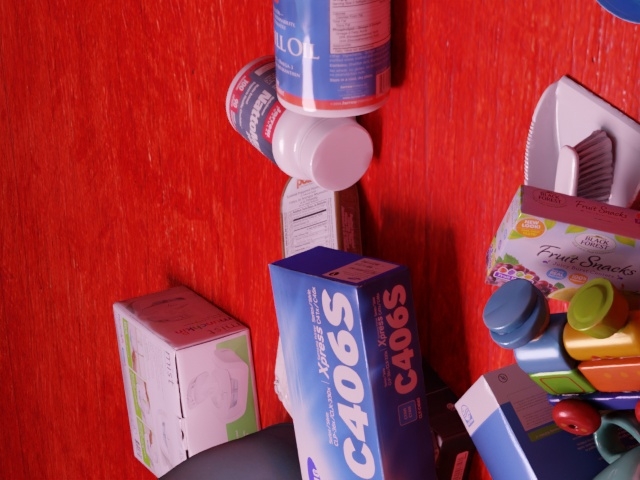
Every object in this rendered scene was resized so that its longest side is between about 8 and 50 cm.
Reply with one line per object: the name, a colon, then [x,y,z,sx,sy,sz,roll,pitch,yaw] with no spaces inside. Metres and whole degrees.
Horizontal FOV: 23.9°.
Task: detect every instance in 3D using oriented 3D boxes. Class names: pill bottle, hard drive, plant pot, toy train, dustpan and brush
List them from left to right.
plant pot: [-0.122,0.387,1.945,0.272,0.255,0.271,6,98,47]
pill bottle: [-0.021,-0.131,1.714,0.180,0.108,0.108,41,139,48]
pill bottle: [0.011,-0.249,1.567,0.124,0.124,0.221,35,134,52]
hard drive: [0.054,0.198,1.795,0.339,0.064,0.237,51,145,40]
dustpan and brush: [0.221,-0.021,1.351,0.147,0.060,0.211,44,141,45]
toy train: [0.259,0.079,1.217,0.248,0.143,0.105,-10,51,48]

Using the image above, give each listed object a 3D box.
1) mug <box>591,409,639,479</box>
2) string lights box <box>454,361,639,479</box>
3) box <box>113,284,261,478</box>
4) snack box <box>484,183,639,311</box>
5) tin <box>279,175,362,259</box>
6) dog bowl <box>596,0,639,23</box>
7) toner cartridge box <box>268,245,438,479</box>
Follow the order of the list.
mug: [0.283,0.224,1.269,0.158,0.129,0.097,39,145,5]
string lights box: [0.243,0.228,1.360,0.259,0.133,0.077,64,152,20]
box: [-0.195,0.229,2.224,0.231,0.127,0.262,25,125,56]
snack box: [0.221,0.010,1.284,0.100,0.141,0.037,109,171,-48]
tin: [0.000,0.000,1.752,0.106,0.040,0.189,-16,72,41]
dog bowl: [0.229,-0.295,1.175,0.297,0.074,0.166,55,148,35]
toner cartridge box: [0.042,0.190,1.648,0.165,0.075,0.347,13,116,55]
